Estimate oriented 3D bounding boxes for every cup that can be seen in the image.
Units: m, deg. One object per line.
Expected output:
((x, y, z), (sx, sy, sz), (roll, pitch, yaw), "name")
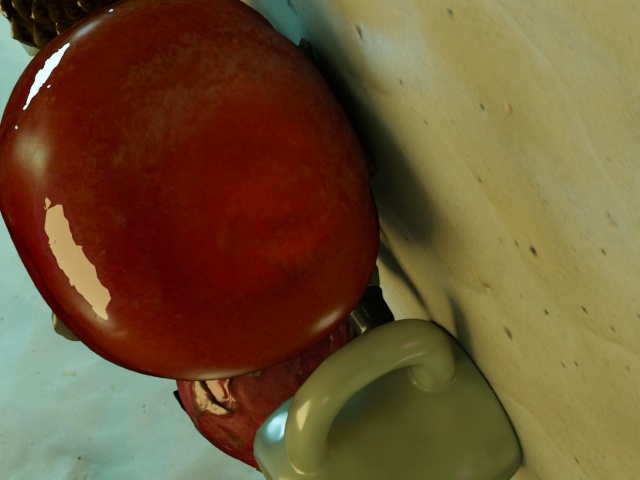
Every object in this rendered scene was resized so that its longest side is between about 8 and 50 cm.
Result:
((0.059, 0.183, 1.370), (0.173, 0.202, 0.255), (57, 170, 10), "cup")

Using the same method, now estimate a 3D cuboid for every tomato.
((-0.106, -0.040, 1.257), (0.325, 0.290, 0.293), (64, 163, -17), "tomato")

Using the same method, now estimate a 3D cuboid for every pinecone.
((-0.254, -0.282, 1.611), (0.212, 0.169, 0.185), (-108, 2, -69), "pinecone")

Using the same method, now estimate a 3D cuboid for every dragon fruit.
((-0.051, 0.151, 1.768), (0.252, 0.241, 0.241), (25, -168, -35), "dragon fruit")

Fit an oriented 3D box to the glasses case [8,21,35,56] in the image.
((-0.351, -0.319, 2.086), (0.070, 0.131, 0.313), (59, 171, -8), "glasses case")

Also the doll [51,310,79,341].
((-0.154, -0.042, 1.565), (0.174, 0.235, 0.329), (43, 131, 45), "doll")

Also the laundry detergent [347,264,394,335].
((0.000, 0.000, 1.449), (0.225, 0.070, 0.099), (58, 147, 29), "laundry detergent")
